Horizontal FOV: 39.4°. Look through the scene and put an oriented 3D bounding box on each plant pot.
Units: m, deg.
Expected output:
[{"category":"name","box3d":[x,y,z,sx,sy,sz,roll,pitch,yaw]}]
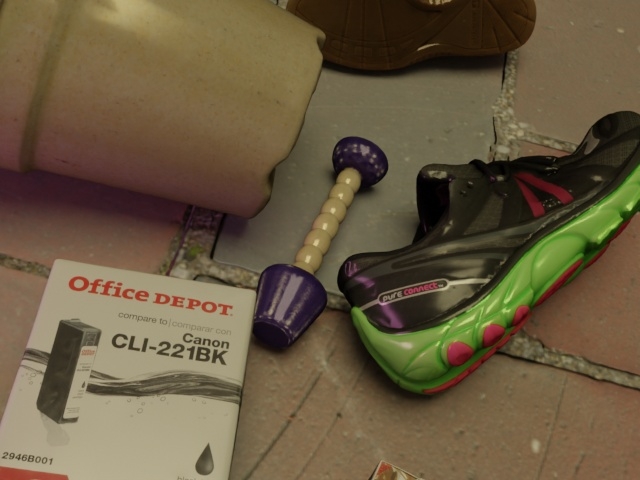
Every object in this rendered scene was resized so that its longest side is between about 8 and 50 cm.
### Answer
[{"category":"plant pot","box3d":[-0.173,-0.175,0.956,0.305,0.334,0.333,21,52,-11]}]

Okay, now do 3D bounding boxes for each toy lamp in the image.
[{"category":"toy lamp","box3d":[0.000,0.000,0.988,0.080,0.080,0.274,25,53,6]}]

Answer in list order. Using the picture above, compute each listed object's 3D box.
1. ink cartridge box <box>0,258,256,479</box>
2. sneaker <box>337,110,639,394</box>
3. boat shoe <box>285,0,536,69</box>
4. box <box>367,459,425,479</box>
[{"category":"ink cartridge box","box3d":[-0.173,0.166,0.806,0.197,0.114,0.272,9,52,-4]},{"category":"sneaker","box3d":[0.214,-0.037,0.992,0.483,0.185,0.202,-34,71,-31]},{"category":"boat shoe","box3d":[0.116,-0.312,1.228,0.342,0.123,0.123,-6,26,-9]},{"category":"box","box3d":[0.010,0.340,0.740,0.063,0.067,0.324,26,56,7]}]
